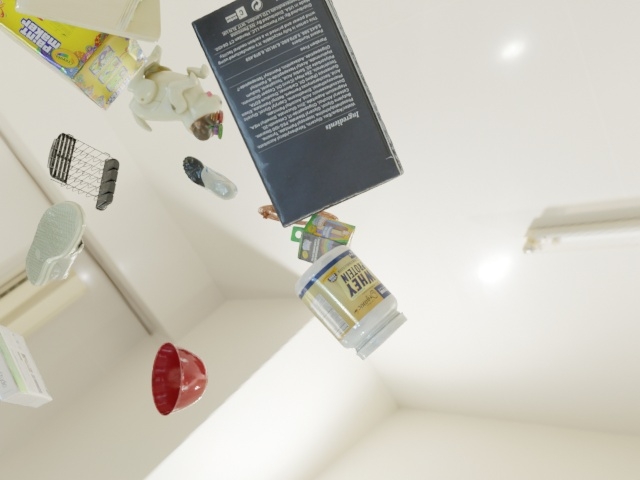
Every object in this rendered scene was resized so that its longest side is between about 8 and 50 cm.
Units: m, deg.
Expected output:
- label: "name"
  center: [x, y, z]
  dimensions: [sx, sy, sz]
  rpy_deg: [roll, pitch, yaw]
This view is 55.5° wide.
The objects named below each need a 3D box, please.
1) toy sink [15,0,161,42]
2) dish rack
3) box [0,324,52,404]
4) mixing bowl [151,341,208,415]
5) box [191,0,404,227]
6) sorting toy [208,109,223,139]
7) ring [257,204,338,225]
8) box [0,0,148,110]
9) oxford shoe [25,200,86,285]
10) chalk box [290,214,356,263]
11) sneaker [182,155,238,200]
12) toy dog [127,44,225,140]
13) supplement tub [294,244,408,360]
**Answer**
- label: "toy sink"
  center: [-0.360, -0.442, 0.991]
  dimensions: [0.234, 0.152, 0.131]
  rpy_deg: [5, 160, -32]
- label: "dish rack"
  center: [-0.846, -0.249, 2.169]
  dimensions: [0.074, 0.272, 0.208]
  rpy_deg: [-17, -120, 34]
- label: "box"
  center: [-0.882, 0.358, 1.744]
  dimensions: [0.059, 0.232, 0.322]
  rpy_deg: [-28, 167, -18]
- label: "mixing bowl"
  center: [-0.350, 0.351, 1.551]
  dimensions: [0.098, 0.181, 0.181]
  rpy_deg: [8, 180, -36]
- label: "box"
  center: [-0.034, -0.311, 1.470]
  dimensions: [0.298, 0.471, 0.480]
  rpy_deg: [-25, -177, 5]
- label: "sorting toy"
  center: [-0.347, -0.384, 2.022]
  dimensions: [0.042, 0.101, 0.061]
  rpy_deg: [4, 165, -16]
- label: "ring"
  center: [-0.093, -0.093, 2.515]
  dimensions: [0.337, 0.337, 0.032]
  rpy_deg: [-3, -104, 46]
- label: "box"
  center: [-0.584, -0.480, 1.385]
  dimensions: [0.177, 0.290, 0.279]
  rpy_deg: [-53, -178, -4]
- label: "oxford shoe"
  center: [-0.841, 0.008, 1.987]
  dimensions: [0.130, 0.169, 0.449]
  rpy_deg: [-10, 157, -44]
- label: "chalk box"
  center: [0.000, 0.000, 2.175]
  dimensions: [0.213, 0.132, 0.132]
  rpy_deg: [19, -144, 10]
- label: "sneaker"
  center: [-0.413, -0.230, 2.277]
  dimensions: [0.085, 0.237, 0.086]
  rpy_deg: [-53, -178, 11]
- label: "toy dog"
  center: [-0.613, -0.592, 2.647]
  dimensions: [0.284, 0.408, 0.395]
  rpy_deg: [-79, -165, -66]
- label: "supplement tub"
  center: [0.097, 0.195, 1.903]
  dimensions: [0.228, 0.316, 0.228]
  rpy_deg: [-41, 169, -10]
